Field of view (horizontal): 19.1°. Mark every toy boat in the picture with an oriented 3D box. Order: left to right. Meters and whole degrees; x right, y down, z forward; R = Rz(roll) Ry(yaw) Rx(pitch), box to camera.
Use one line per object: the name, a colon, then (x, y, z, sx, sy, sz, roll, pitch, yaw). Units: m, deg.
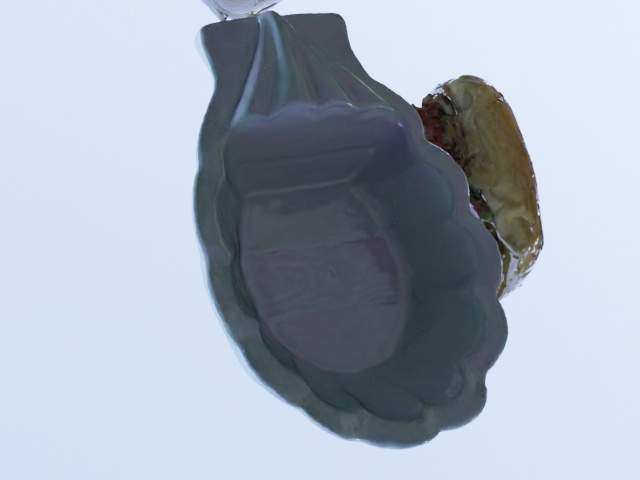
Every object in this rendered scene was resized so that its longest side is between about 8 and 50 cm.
toy boat: (0.000, 0.000, 1.180, 0.199, 0.100, 0.290, -7, -108, -29)

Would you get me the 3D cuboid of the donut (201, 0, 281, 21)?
donut: (-0.143, -0.420, 2.168, 0.360, 0.170, 0.360, 54, 176, 5)

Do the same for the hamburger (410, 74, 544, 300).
hamburger: (0.125, -0.033, 1.844, 0.163, 0.244, 0.244, -13, -132, -15)
